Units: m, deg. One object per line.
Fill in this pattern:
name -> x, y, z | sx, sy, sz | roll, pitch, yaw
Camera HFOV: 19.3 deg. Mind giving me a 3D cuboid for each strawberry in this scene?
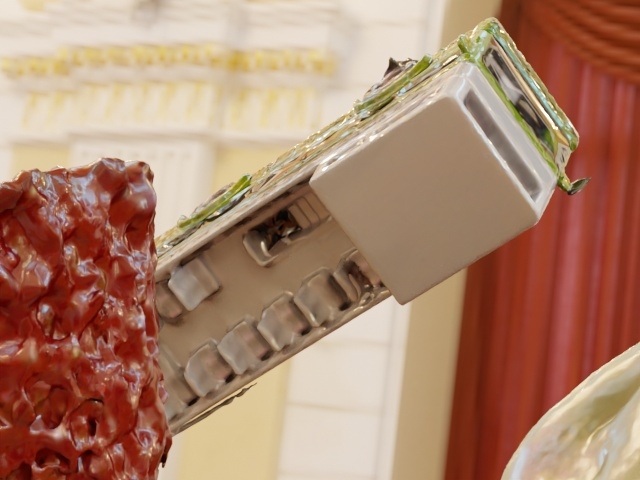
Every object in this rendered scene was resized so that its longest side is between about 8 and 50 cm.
strawberry -> -0.142, 0.074, 0.779 | 0.234, 0.178, 0.234 | -27, -3, -1

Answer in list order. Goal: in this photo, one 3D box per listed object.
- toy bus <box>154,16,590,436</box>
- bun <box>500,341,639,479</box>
toy bus -> 0.000, 0.000, 1.091 | 0.302, 0.113, 0.139 | -33, 11, 22
bun -> 0.278, 0.203, 1.205 | 0.361, 0.361, 0.213 | 9, 0, -14
